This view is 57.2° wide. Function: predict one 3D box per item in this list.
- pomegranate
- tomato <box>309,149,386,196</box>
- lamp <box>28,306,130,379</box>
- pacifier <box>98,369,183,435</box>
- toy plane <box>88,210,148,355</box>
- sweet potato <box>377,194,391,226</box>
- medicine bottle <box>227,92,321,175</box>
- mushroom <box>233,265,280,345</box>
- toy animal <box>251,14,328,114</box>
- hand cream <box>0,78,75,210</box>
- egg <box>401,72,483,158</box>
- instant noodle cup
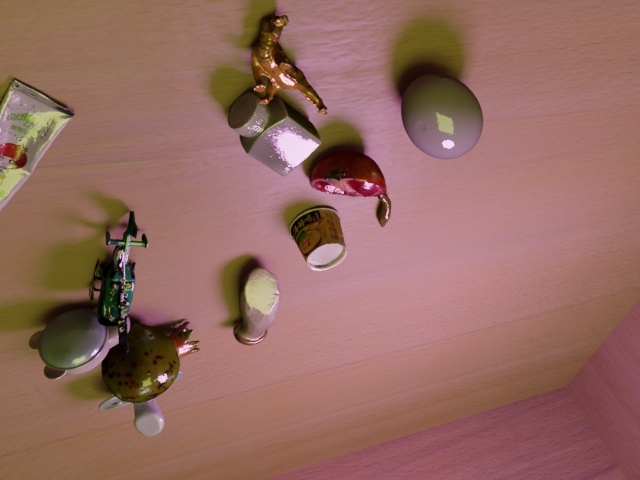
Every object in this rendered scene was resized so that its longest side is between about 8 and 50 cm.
[{"bbox_3d":[-0.476,0.337,1.674,0.285,0.231,0.231,-16,142,-21],"label":"pomegranate"},{"bbox_3d":[0.075,-0.170,1.474,0.189,0.099,0.173,5,171,28],"label":"tomato"},{"bbox_3d":[-0.623,0.247,1.539,0.246,0.179,0.108,-29,151,-26],"label":"lamp"},{"bbox_3d":[-0.551,0.516,1.873,0.279,0.207,0.227,-27,160,4],"label":"pacifier"},{"bbox_3d":[-0.491,0.093,1.444,0.106,0.155,0.382,5,118,-31],"label":"toy plane"},{"bbox_3d":[0.181,-0.090,1.669,0.041,0.038,0.153,-38,145,-20],"label":"sweet potato"},{"bbox_3d":[-0.107,-0.240,1.292,0.132,0.088,0.188,-39,140,20],"label":"medicine bottle"},{"bbox_3d":[-0.189,0.203,1.758,0.128,0.128,0.350,-6,144,-22],"label":"mushroom"},{"bbox_3d":[-0.064,-0.334,1.215,0.114,0.116,0.255,-12,153,23],"label":"toy animal"},{"bbox_3d":[-0.620,-0.156,1.154,0.121,0.076,0.336,23,117,-46],"label":"hand cream"},{"bbox_3d":[0.279,-0.291,1.366,0.176,0.176,0.232,-37,131,16],"label":"egg"},{"bbox_3d":[0.000,0.000,1.609,0.151,0.122,0.151,-12,140,-11],"label":"instant noodle cup"}]
